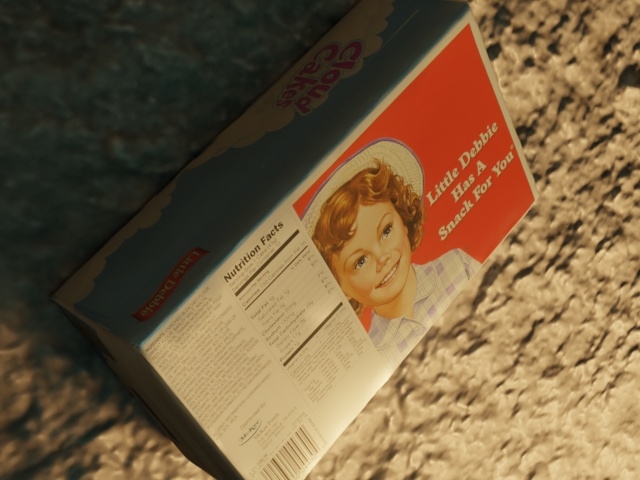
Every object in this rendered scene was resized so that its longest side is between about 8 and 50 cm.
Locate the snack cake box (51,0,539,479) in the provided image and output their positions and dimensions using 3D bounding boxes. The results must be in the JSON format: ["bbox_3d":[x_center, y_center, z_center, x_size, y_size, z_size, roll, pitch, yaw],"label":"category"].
[{"bbox_3d":[0.000,0.000,0.596,0.264,0.089,0.152,-47,129,-21],"label":"snack cake box"}]
